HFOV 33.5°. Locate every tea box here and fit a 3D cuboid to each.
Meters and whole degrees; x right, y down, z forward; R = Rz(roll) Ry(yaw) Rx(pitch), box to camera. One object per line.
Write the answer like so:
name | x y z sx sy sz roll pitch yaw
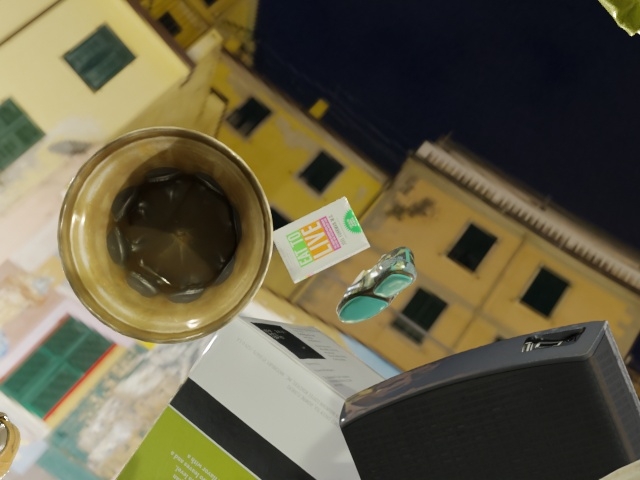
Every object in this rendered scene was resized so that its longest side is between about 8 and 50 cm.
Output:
tea box | -0.060 0.279 1.210 0.220 0.323 0.329 37 4 16

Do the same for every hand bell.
hand bell | -0.081 -0.004 0.730 0.126 0.126 0.242 39 3 3

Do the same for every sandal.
sandal | -0.286 0.183 0.920 0.049 0.072 0.180 30 -10 -1

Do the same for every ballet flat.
ballet flat | 0.085 0.064 1.587 0.070 0.070 0.188 45 -40 -6

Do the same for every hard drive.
hard drive | 0.141 0.177 0.878 0.255 0.054 0.172 -22 -91 31

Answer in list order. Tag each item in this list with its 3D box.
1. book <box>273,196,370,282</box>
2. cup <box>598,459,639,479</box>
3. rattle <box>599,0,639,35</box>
book | 0.000 0.000 1.825 0.096 0.144 0.035 64 3 14
cup | 0.200 0.227 0.451 0.331 0.331 0.237 -8 -55 49
rattle | 0.266 -0.221 0.686 0.130 0.143 0.199 54 -17 29
